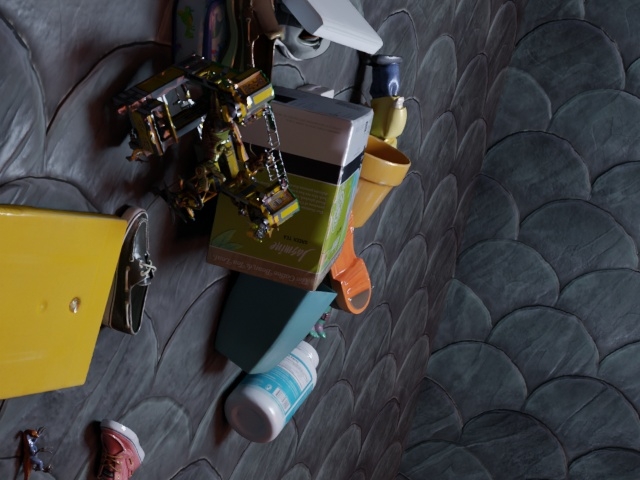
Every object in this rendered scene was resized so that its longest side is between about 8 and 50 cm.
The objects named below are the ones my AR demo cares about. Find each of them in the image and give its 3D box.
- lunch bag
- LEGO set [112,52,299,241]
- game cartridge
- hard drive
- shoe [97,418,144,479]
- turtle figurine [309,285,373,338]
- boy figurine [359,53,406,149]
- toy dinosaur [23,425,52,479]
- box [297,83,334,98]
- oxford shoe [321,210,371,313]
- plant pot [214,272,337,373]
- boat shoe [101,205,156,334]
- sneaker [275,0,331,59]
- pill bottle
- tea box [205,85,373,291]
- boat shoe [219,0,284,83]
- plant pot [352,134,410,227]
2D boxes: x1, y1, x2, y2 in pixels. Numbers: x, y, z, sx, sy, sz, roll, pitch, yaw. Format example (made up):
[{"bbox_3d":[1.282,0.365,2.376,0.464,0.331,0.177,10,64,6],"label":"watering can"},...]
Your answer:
[{"bbox_3d":[-0.161,-0.357,1.603,0.219,0.090,0.176,-39,144,-53],"label":"lunch bag"},{"bbox_3d":[-0.190,-0.128,1.471,0.192,0.255,0.331,-36,142,-27],"label":"LEGO set"},{"bbox_3d":[-0.426,0.090,1.360,0.324,0.053,0.285,7,100,-66],"label":"game cartridge"},{"bbox_3d":[-0.004,-0.456,1.775,0.040,0.203,0.307,-42,168,21],"label":"hard drive"},{"bbox_3d":[-0.374,0.395,1.695,0.178,0.063,0.081,82,27,-56],"label":"shoe"},{"bbox_3d":[0.038,0.145,2.443,0.175,0.118,0.234,25,99,-54],"label":"turtle figurine"},{"bbox_3d":[0.148,-0.314,2.297,0.092,0.177,0.285,-3,100,-30],"label":"boy figurine"},{"bbox_3d":[-0.460,0.340,1.479,0.090,0.047,0.082,-47,131,-28],"label":"toy dinosaur"},{"bbox_3d":[-0.031,-0.186,2.085,0.067,0.063,0.324,-36,139,-57],"label":"box"},{"bbox_3d":[0.000,0.000,2.079,0.130,0.133,0.363,-35,119,-43],"label":"oxford shoe"},{"bbox_3d":[-0.115,0.164,2.018,0.234,0.166,0.165,-57,160,7],"label":"plant pot"},{"bbox_3d":[-0.313,0.052,1.567,0.078,0.070,0.219,-19,124,-64],"label":"boat shoe"},{"bbox_3d":[-0.031,-0.411,1.851,0.271,0.108,0.100,-6,110,-68],"label":"sneaker"},{"bbox_3d":[-0.104,0.348,2.208,0.264,0.146,0.146,-46,147,-48],"label":"pill bottle"},{"bbox_3d":[-0.050,-0.113,1.794,0.329,0.220,0.323,-50,155,-74],"label":"tea box"},{"bbox_3d":[-0.097,-0.349,1.509,0.095,0.095,0.257,-28,133,-54],"label":"boat shoe"},{"bbox_3d":[0.079,-0.140,2.162,0.205,0.205,0.188,-19,137,-64],"label":"plant pot"}]
